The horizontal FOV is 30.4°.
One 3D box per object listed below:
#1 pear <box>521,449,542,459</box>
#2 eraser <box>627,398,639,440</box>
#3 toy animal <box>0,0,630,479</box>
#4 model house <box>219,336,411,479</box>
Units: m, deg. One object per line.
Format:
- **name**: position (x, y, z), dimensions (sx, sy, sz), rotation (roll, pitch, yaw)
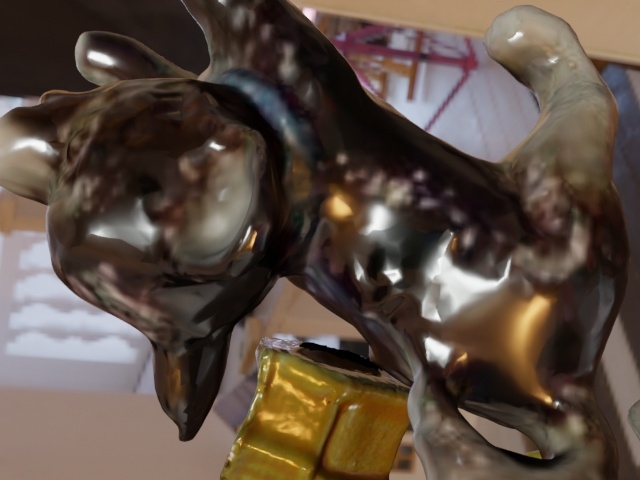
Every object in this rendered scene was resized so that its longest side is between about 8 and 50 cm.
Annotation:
- **pear**: position (0.241, 0.436, 1.427), dimensions (0.391, 0.391, 0.391), rotation (-174, 90, -74)
- **eraser**: position (0.480, 0.316, 1.338), dimensions (0.352, 0.111, 0.077), rotation (57, -174, -14)
- **toy animal**: position (0.000, 0.000, 0.590), dimensions (0.194, 0.344, 0.303), rotation (115, 166, -48)
- **model house**: position (-0.020, 0.233, 1.295), dimensions (0.173, 0.268, 0.239), rotation (21, 92, 48)
